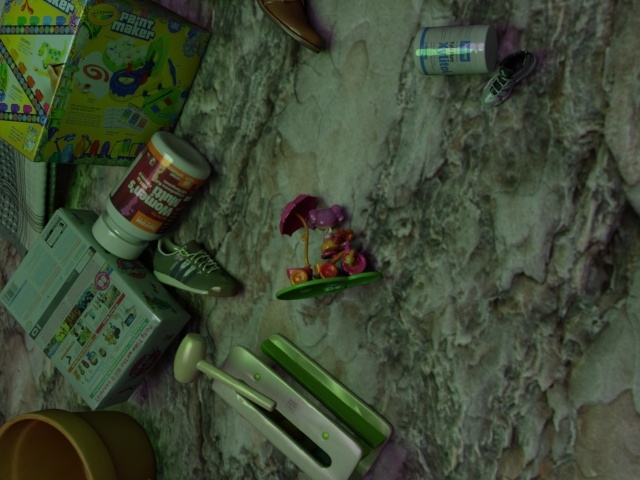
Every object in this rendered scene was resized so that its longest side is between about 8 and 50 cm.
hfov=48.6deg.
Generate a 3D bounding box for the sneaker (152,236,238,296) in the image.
[{"bbox_3d":[-0.230,0.043,1.280,0.192,0.064,0.086,12,104,31],"label":"sneaker"}]

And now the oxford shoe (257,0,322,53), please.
[{"bbox_3d":[-0.057,-0.391,1.157,0.076,0.076,0.212,-43,72,18],"label":"oxford shoe"}]

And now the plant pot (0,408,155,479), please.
[{"bbox_3d":[-0.456,0.447,1.352,0.291,0.203,0.290,2,95,29],"label":"plant pot"}]

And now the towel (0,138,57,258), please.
[{"bbox_3d":[-0.650,-0.133,1.450,0.312,0.056,0.324,36,131,22],"label":"towel"}]

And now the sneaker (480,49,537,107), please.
[{"bbox_3d":[0.256,-0.230,0.995,0.038,0.069,0.098,48,113,18],"label":"sneaker"}]

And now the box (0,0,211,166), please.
[{"bbox_3d":[-0.384,-0.288,1.218,0.177,0.290,0.279,34,107,24],"label":"box"}]

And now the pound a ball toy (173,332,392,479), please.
[{"bbox_3d":[-0.074,0.275,1.129,0.319,0.208,0.135,35,108,22],"label":"pound a ball toy"}]

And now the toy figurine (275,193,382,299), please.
[{"bbox_3d":[0.000,0.000,1.138,0.173,0.130,0.159,-12,77,7],"label":"toy figurine"}]

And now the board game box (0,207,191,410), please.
[{"bbox_3d":[-0.418,0.121,1.300,0.303,0.097,0.224,44,105,18],"label":"board game box"}]

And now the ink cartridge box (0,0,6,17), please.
[{"bbox_3d":[-0.539,-0.390,1.392,0.181,0.056,0.224,-11,83,1],"label":"ink cartridge box"}]

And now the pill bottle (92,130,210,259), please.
[{"bbox_3d":[-0.306,-0.078,1.272,0.121,0.121,0.221,46,106,19],"label":"pill bottle"}]

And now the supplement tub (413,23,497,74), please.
[{"bbox_3d":[0.195,-0.275,1.025,0.107,0.071,0.071,5,96,29],"label":"supplement tub"}]
